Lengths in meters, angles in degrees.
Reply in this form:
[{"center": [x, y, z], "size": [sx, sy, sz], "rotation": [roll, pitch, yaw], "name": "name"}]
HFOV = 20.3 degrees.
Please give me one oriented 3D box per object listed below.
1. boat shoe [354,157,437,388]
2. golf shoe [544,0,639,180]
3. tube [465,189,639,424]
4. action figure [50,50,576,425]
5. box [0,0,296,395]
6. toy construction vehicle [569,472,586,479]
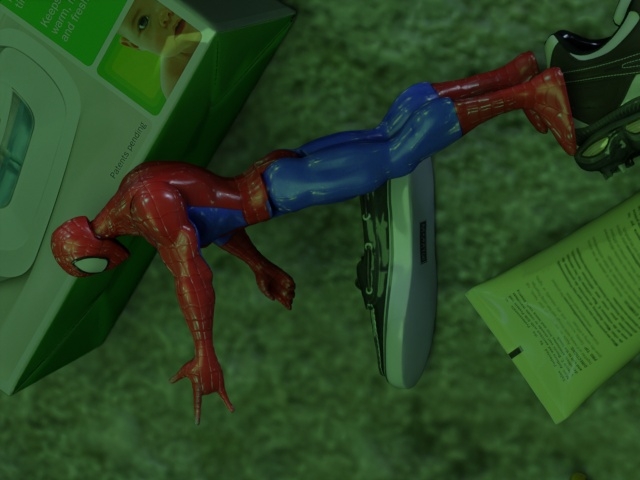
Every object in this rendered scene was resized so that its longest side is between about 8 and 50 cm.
[{"center": [0.042, 0.015, 1.040], "size": [0.040, 0.049, 0.142], "rotation": [4, 95, 27], "name": "boat shoe"}, {"center": [0.205, -0.113, 0.932], "size": [0.198, 0.077, 0.094], "rotation": [-28, 89, 23], "name": "golf shoe"}, {"center": [0.191, 0.002, 0.974], "size": [0.240, 0.062, 0.070], "rotation": [-39, 41, 28], "name": "tube"}, {"center": [0.000, 0.000, 0.962], "size": [0.280, 0.091, 0.139], "rotation": [-14, 105, -5], "name": "action figure"}, {"center": [-0.185, -0.088, 1.067], "size": [0.231, 0.127, 0.262], "rotation": [37, 111, 10], "name": "box"}, {"center": [0.171, 0.190, 1.030], "size": [0.098, 0.035, 0.086], "rotation": [31, 121, 16], "name": "toy construction vehicle"}]
